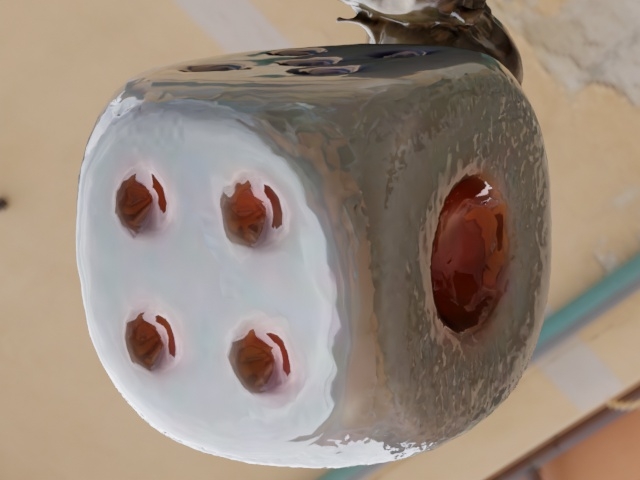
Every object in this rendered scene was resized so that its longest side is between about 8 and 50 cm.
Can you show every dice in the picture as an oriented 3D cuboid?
[{"bbox_3d":[0.000,0.000,0.746,0.194,0.192,0.193,-24,-67,-53],"label":"dice"}]

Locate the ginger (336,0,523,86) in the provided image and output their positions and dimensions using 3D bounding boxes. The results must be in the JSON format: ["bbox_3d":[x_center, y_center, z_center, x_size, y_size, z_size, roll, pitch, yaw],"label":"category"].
[{"bbox_3d":[0.085,-0.261,1.055,0.176,0.375,0.256,-21,-121,-21],"label":"ginger"}]
